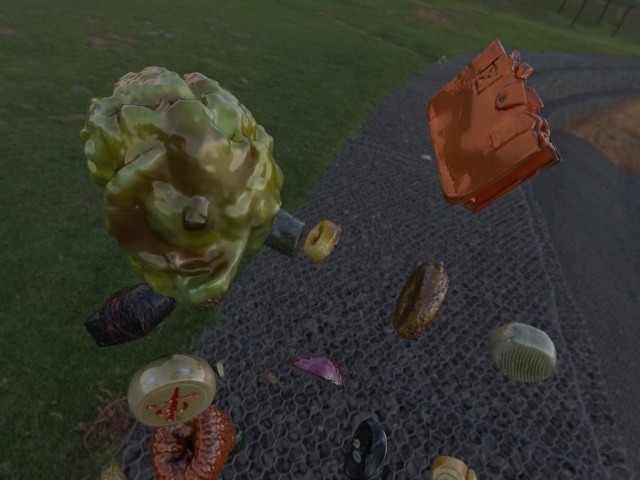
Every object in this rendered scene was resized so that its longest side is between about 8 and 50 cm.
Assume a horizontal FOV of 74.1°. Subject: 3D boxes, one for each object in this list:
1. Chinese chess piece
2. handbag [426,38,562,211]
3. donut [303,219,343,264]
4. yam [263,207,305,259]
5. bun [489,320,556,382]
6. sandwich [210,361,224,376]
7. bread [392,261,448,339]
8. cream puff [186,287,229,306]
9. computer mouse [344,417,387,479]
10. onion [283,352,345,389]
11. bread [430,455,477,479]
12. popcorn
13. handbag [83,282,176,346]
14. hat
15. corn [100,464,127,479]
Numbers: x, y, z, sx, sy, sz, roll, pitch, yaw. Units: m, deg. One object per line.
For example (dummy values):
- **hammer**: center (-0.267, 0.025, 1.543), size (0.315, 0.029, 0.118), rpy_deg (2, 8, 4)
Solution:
- **Chinese chess piece**: center (-0.437, 0.448, 1.261), size (0.250, 0.251, 0.097), rpy_deg (-5, 39, -24)
- **handbag**: center (0.444, -0.305, 1.151), size (0.116, 0.303, 0.410), rpy_deg (16, 55, -26)
- **donut**: center (0.000, -0.001, 1.603), size (0.074, 0.174, 0.190), rpy_deg (42, 40, -17)
- **yam**: center (-0.114, -0.031, 1.005), size (0.183, 0.107, 0.107), rpy_deg (28, 36, 18)
- **bun**: center (0.527, 0.283, 1.114), size (0.166, 0.173, 0.113), rpy_deg (29, 47, 6)
- **sandwich**: center (-0.419, 0.517, 1.729), size (0.083, 0.044, 0.031), rpy_deg (27, 19, 37)
- **bread**: center (0.220, 0.131, 0.937), size (0.063, 0.193, 0.193), rpy_deg (27, 34, -1)
- **cream puff**: center (-0.282, 0.103, 1.007), size (0.133, 0.119, 0.104), rpy_deg (-16, 35, -16)
- **computer mouse**: center (0.174, 0.775, 1.557), size (0.096, 0.233, 0.137), rpy_deg (23, 5, -33)
- **onion**: center (-0.019, 0.508, 1.738), size (0.250, 0.247, 0.111), rpy_deg (0, 59, 50)
- **bread**: center (0.374, 0.679, 1.179), size (0.122, 0.149, 0.073), rpy_deg (-9, 5, 23)
- **popcorn**: center (-0.197, -0.086, 0.648), size (0.274, 0.336, 0.279), rpy_deg (20, 53, 42)
- **handbag**: center (-0.568, 0.221, 1.267), size (0.215, 0.155, 0.169), rpy_deg (-23, 15, 20)
- **hat**: center (-0.435, 0.749, 1.553), size (0.285, 0.400, 0.285), rpy_deg (-2, 63, 4)
- **corn**: center (-0.617, 0.793, 1.319), size (0.068, 0.207, 0.068), rpy_deg (-19, 14, 5)
